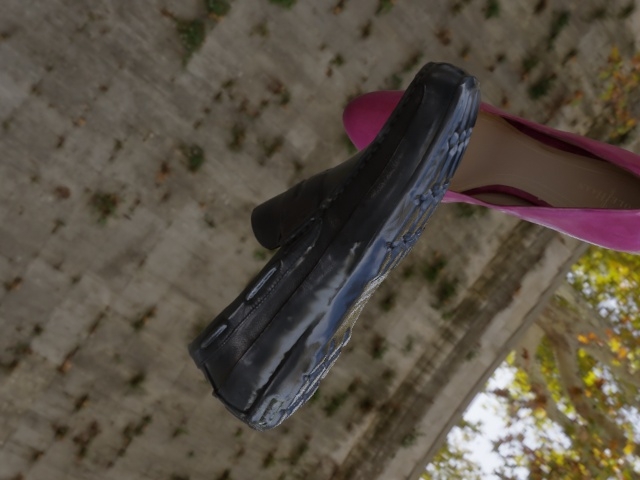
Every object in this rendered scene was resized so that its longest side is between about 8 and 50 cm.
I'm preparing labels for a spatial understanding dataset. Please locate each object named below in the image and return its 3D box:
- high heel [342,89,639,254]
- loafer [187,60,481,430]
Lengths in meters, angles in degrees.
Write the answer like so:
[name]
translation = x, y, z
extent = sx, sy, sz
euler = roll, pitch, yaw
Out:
[high heel]
translation = 0.112, -0.055, 0.615
extent = 0.244, 0.117, 0.082
euler = 30, -91, 20
[loafer]
translation = 0.000, 0.000, 0.479
extent = 0.223, 0.078, 0.076
euler = -57, 167, 23
